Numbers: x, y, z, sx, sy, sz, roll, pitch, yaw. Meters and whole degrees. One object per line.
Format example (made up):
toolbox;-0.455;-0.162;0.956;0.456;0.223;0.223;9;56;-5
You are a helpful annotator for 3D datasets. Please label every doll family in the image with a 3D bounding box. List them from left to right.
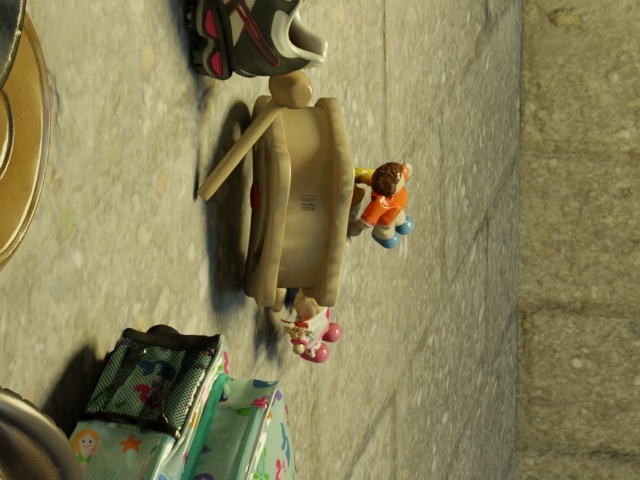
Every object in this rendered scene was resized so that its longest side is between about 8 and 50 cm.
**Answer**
doll family;0.000;0.000;1.877;0.263;0.118;0.163;-58;161;-21

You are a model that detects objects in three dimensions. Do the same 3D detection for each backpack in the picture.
backpack;-0.124;0.222;1.355;0.253;0.191;0.225;-60;152;-46

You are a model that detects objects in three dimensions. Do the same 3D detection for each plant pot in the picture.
plant pot;-0.233;-0.071;1.137;0.236;0.032;0.236;6;90;-74

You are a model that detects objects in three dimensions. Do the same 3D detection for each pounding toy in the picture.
pounding toy;-0.057;-0.061;1.688;0.154;0.155;0.269;-114;-152;-60

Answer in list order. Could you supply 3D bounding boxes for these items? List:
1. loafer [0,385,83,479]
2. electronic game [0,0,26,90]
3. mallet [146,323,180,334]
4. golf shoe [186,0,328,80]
loafer;-0.220;0.210;1.082;0.366;0.134;0.130;78;25;-48
electronic game;-0.221;-0.171;1.002;0.229;0.048;0.229;3;90;-82
mallet;-0.141;0.157;1.536;0.062;0.039;0.189;-71;164;-45
golf shoe;-0.066;-0.259;1.503;0.273;0.120;0.105;76;27;-46
